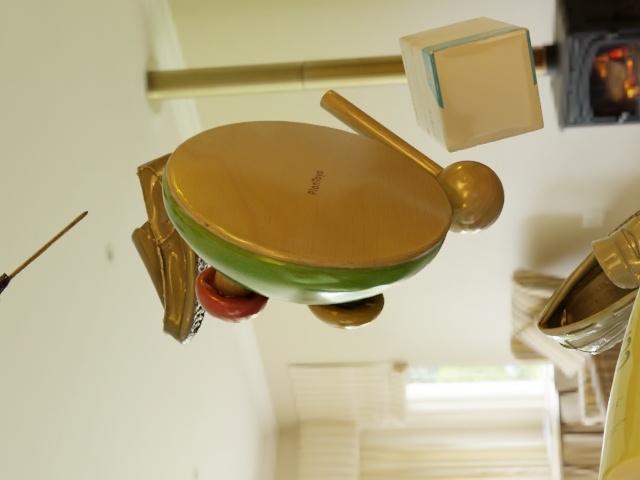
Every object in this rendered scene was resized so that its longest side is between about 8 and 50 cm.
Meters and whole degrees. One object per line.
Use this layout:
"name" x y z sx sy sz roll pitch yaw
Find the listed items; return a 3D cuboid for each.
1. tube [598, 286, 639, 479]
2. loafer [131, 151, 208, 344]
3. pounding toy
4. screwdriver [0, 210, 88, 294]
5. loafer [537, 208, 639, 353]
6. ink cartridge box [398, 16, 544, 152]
"tube" 0.192 0.086 0.562 0.070 0.062 0.240 -49 1 28
"loafer" -0.195 0.009 1.264 0.094 0.087 0.251 62 -155 -82
"pounding toy" 0.000 0.000 0.663 0.237 0.182 0.110 -29 -41 -48
"screwdriver" -0.243 0.020 0.788 0.170 0.025 0.024 -57 -2 -44
"loafer" 0.397 0.029 1.234 0.319 0.111 0.112 -57 37 33
"ink cartridge box" 0.133 -0.148 0.903 0.143 0.089 0.092 -113 8 -70
